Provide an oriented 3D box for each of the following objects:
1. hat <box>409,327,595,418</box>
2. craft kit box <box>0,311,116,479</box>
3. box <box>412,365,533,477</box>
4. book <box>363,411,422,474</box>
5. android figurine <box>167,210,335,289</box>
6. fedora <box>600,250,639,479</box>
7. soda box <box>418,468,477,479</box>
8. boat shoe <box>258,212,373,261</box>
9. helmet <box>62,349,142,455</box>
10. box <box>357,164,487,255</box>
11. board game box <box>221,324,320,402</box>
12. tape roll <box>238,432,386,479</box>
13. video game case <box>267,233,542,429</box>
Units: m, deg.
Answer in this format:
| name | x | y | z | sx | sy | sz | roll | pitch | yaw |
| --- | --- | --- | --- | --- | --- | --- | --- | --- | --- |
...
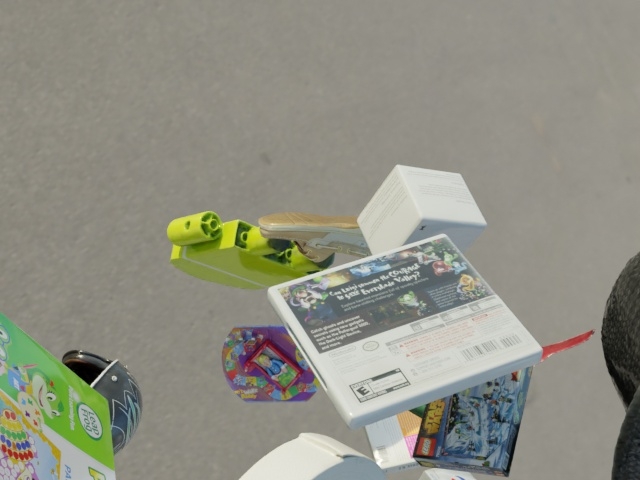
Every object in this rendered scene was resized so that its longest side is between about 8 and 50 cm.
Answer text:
| name | x | y | z | sx | sy | sz | roll | pitch | yaw |
| --- | --- | --- | --- | --- | --- | --- | --- | --- | --- |
| hat | 0.182 | 0.142 | 1.425 | 0.208 | 0.183 | 0.173 | 29 | -7 | 6 |
| craft kit box | -0.238 | 0.155 | 0.849 | 0.246 | 0.061 | 0.250 | 54 | 12 | -41 |
| box | 0.151 | 0.158 | 1.147 | 0.027 | 0.094 | 0.137 | 49 | 51 | -48 |
| book | 0.137 | 0.267 | 1.630 | 0.035 | 0.144 | 0.096 | 88 | -11 | -47 |
| android figurine | -0.112 | 0.021 | 1.747 | 0.248 | 0.273 | 0.056 | 21 | 71 | -35 |
| fedora | 0.298 | 0.087 | 0.798 | 0.334 | 0.334 | 0.152 | 33 | 15 | -39 |
| soda box | 0.173 | 0.506 | 1.965 | 0.091 | 0.286 | 0.098 | -6 | 42 | -42 |
| boat shoe | 0.000 | 0.000 | 1.502 | 0.170 | 0.063 | 0.059 | 3 | 105 | -22 |
| helmet | -0.348 | 0.253 | 1.768 | 0.169 | 0.161 | 0.169 | 13 | 90 | -71 |
| box | 0.119 | -0.021 | 1.385 | 0.101 | 0.102 | 0.087 | 6 | 45 | -34 |
| board game box | -0.079 | 0.203 | 1.877 | 0.033 | 0.169 | 0.133 | -58 | 145 | -72 |
| tape roll | -0.051 | 0.422 | 1.421 | 0.392 | 0.072 | 0.392 | -36 | 137 | -42 |
| video game case | 0.073 | 0.076 | 1.056 | 0.190 | 0.022 | 0.173 | -17 | 45 | -19 |
